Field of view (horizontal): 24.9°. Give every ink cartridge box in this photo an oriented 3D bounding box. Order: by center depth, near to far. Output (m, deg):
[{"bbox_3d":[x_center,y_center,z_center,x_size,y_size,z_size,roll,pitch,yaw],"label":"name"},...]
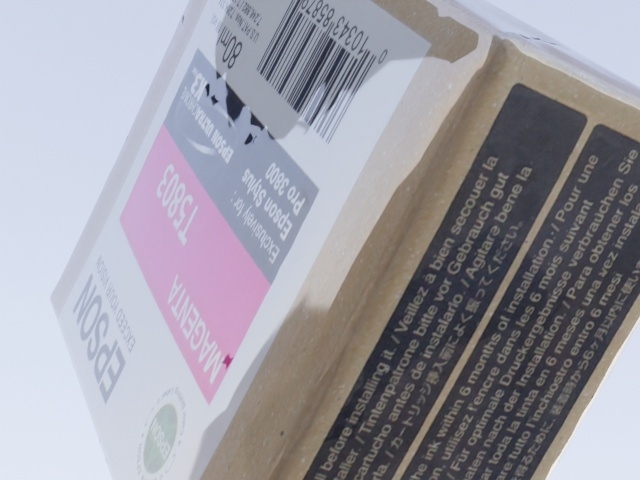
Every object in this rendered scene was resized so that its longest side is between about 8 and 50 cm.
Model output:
[{"bbox_3d":[0.000,0.000,0.483,0.088,0.234,0.193,22,-76,-27],"label":"ink cartridge box"}]
